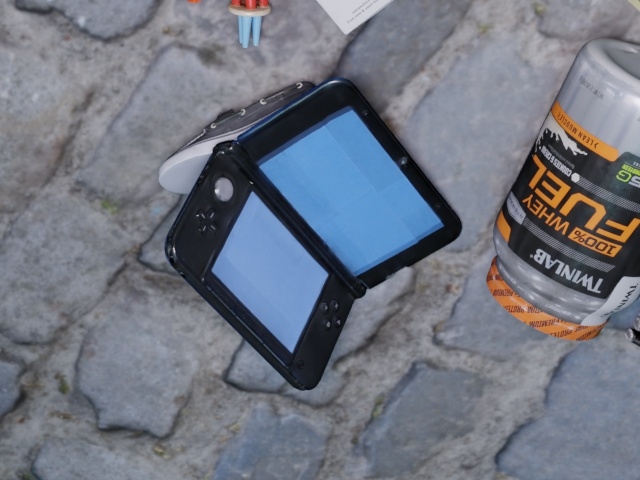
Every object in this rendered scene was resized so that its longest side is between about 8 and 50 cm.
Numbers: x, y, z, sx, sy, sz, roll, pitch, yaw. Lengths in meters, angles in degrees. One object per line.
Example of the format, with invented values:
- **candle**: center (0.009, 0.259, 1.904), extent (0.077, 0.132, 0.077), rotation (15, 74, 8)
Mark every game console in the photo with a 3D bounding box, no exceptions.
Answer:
- **game console**: center (0.000, 0.000, 1.563), extent (0.173, 0.250, 0.293), rotation (-9, 135, 41)

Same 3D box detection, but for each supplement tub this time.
- **supplement tub**: center (0.322, -0.054, 1.505), extent (0.193, 0.193, 0.316), rotation (22, 116, 0)

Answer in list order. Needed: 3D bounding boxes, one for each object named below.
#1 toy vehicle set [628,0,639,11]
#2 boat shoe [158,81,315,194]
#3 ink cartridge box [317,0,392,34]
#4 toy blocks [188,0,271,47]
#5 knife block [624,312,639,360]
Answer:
- **toy vehicle set**: center (0.361, -0.356, 1.431), extent (0.267, 0.035, 0.166), rotation (38, 115, -14)
- **boat shoe**: center (-0.098, -0.131, 1.612), extent (0.228, 0.076, 0.080), rotation (-25, 141, 19)
- **ink cartridge box**: center (0.006, -0.351, 1.444), extent (0.093, 0.154, 0.212), rotation (-34, 106, 24)
- **toy blocks**: center (-0.117, -0.304, 1.544), extent (0.123, 0.054, 0.148), rotation (7, 116, 6)
- **knife block**: center (0.519, 0.177, 1.635), extent (0.242, 0.088, 0.276), rotation (-13, 112, 16)
